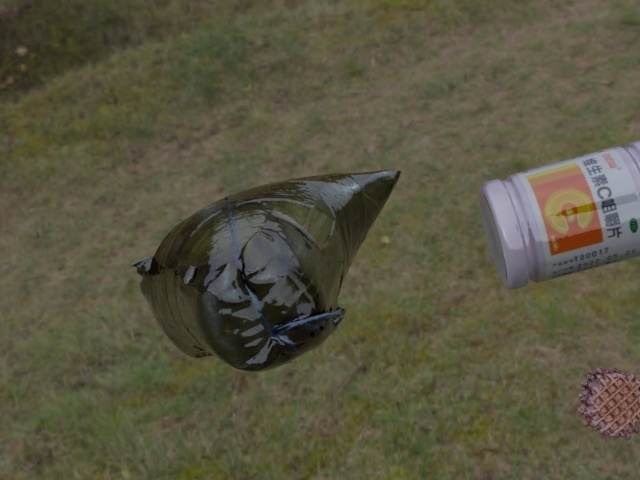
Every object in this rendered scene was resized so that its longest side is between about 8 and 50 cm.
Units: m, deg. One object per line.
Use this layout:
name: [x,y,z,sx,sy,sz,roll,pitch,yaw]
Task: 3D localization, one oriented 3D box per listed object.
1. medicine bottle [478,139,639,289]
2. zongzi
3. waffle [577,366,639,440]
medicine bottle: [0.317,-0.035,1.085,0.249,0.133,0.133,-14,37,2]
zongzi: [0.000,0.000,1.208,0.432,0.208,0.403,-30,10,-16]
waffle: [0.318,0.176,1.031,0.083,0.075,0.029,15,-9,-15]
